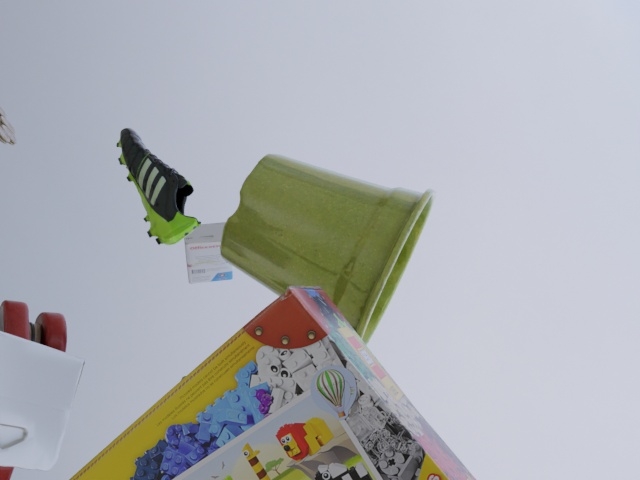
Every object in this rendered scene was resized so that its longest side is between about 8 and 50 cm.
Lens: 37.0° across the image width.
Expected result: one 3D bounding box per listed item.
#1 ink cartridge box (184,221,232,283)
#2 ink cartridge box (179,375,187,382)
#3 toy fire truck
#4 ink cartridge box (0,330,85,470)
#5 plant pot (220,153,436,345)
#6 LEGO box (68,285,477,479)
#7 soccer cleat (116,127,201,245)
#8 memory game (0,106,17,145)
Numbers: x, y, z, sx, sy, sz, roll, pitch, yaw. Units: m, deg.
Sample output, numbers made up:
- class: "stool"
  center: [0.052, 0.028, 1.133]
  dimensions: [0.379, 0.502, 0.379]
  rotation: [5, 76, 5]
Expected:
- class: "ink cartridge box"
  center: [-0.219, 0.024, 1.867]
  dimensions: [0.122, 0.088, 0.052]
  rotation: [94, -12, -50]
- class: "ink cartridge box"
  center: [-0.093, 0.300, 1.470]
  dimensions: [0.193, 0.235, 0.088]
  rotation: [-13, -148, 21]
- class: "toy fire truck"
  center: [-0.493, 0.253, 1.477]
  dimensions: [0.302, 0.169, 0.254]
  rotation: [-59, -143, 38]
- class: "ink cartridge box"
  center: [-0.548, 0.168, 1.245]
  dimensions: [0.384, 0.279, 0.161]
  rotation: [11, -102, 19]
- class: "plant pot"
  center: [0.000, 0.000, 1.429]
  dimensions: [0.276, 0.253, 0.276]
  rotation: [-62, 170, -19]
- class: "LEGO box"
  center: [-0.081, 0.345, 0.955]
  dimensions: [0.500, 0.193, 0.372]
  rotation: [-42, -99, 5]
- class: "soccer cleat"
  center: [-0.209, -0.077, 1.241]
  dimensions: [0.072, 0.060, 0.179]
  rotation: [-28, -111, 5]
- class: "memory game"
  center: [-0.532, -0.221, 1.472]
  dimensions: [0.012, 0.186, 0.186]
  rotation: [-37, -139, 1]
